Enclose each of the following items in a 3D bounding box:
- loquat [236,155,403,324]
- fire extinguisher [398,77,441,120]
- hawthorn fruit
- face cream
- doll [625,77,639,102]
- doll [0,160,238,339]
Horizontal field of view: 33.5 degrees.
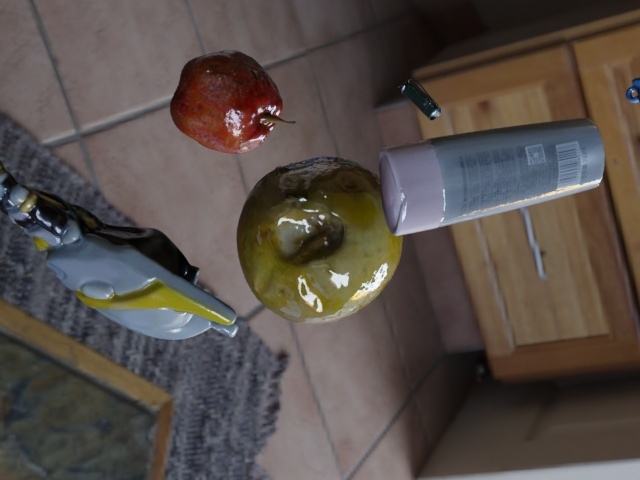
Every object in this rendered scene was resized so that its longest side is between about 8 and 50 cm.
[{"bbox_3d":[0.000,0.000,1.428,0.244,0.244,0.243,31,54,-55],"label":"loquat"},{"bbox_3d":[0.155,-0.226,1.663,0.025,0.038,0.083,-20,58,-40],"label":"fire extinguisher"},{"bbox_3d":[-0.154,-0.253,2.052,0.207,0.243,0.207,-46,148,-39],"label":"hawthorn fruit"},{"bbox_3d":[0.202,-0.082,1.260,0.073,0.269,0.107,-148,-132,-69],"label":"face cream"},{"bbox_3d":[0.733,-0.381,2.015,0.145,0.363,0.199,24,36,-46],"label":"doll"},{"bbox_3d":[-0.222,0.017,1.105,0.316,0.145,0.103,35,52,-9],"label":"doll"}]
